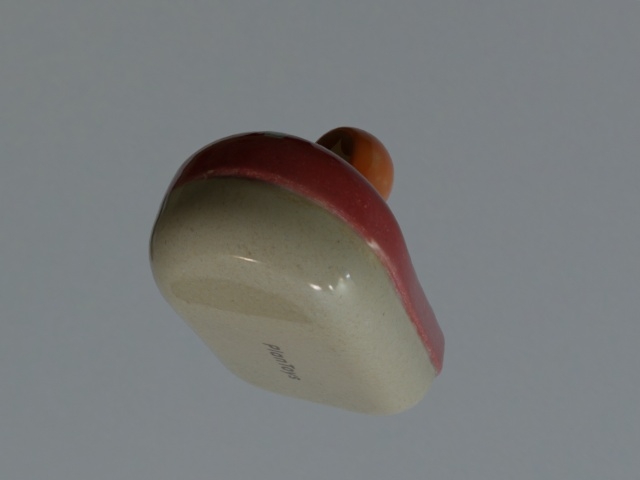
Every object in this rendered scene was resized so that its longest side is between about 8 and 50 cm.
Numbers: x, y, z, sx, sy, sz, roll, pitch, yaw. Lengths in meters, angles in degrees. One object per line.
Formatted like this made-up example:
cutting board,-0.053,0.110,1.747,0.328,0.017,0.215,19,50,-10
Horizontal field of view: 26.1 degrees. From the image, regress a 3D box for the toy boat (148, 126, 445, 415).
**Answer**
toy boat,0.000,0.000,0.816,0.151,0.231,0.151,11,-112,20
